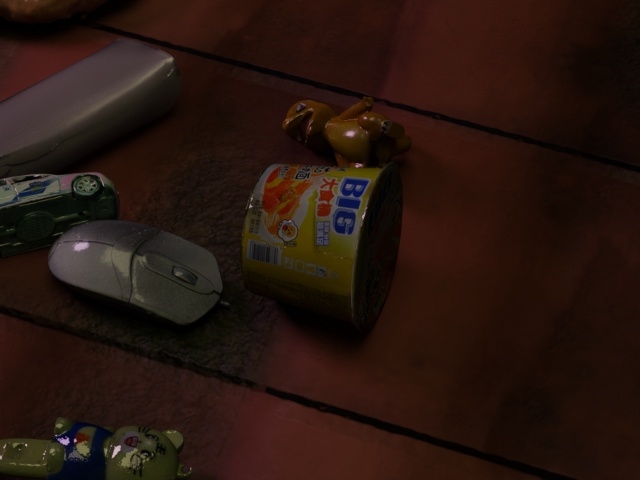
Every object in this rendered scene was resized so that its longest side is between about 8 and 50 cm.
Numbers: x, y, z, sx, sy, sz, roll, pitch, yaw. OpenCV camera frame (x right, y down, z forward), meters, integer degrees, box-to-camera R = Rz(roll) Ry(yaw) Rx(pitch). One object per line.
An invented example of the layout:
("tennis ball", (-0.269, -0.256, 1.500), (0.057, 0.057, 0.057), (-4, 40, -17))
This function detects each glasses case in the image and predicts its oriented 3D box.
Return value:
("glasses case", (-0.334, -0.160, 1.831), (0.308, 0.083, 0.128), (-32, 53, -26))

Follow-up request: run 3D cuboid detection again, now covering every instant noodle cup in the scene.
("instant noodle cup", (0.000, 0.000, 1.654), (0.153, 0.205, 0.205), (8, 50, 15))

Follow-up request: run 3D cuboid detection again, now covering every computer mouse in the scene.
("computer mouse", (-0.216, 0.034, 1.674), (0.229, 0.068, 0.113), (15, 58, 3))

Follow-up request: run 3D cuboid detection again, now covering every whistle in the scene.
("whistle", (-0.249, 0.236, 1.504), (0.228, 0.085, 0.105), (6, 41, 2))

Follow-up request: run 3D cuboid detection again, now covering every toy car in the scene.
("toy car", (-0.359, -0.035, 1.720), (0.224, 0.090, 0.076), (-14, 50, -14))

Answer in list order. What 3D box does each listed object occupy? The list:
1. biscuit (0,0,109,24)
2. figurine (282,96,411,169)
("biscuit", (-0.438, -0.485, 2.078), (0.430, 0.104, 0.446), (6, 49, 0))
("figurine", (0.038, -0.143, 1.845), (0.176, 0.121, 0.122), (20, 23, 24))
